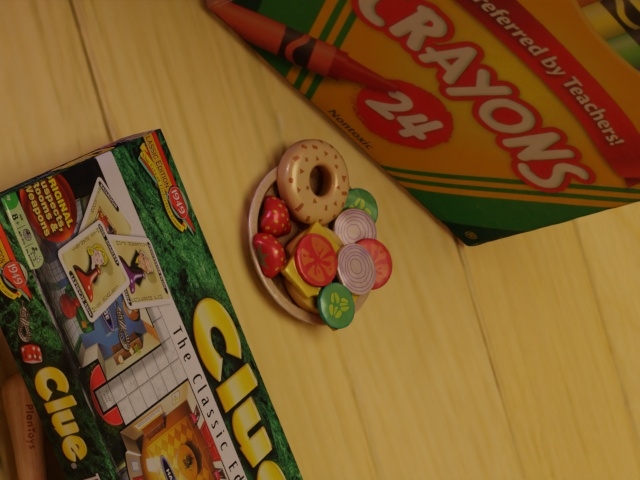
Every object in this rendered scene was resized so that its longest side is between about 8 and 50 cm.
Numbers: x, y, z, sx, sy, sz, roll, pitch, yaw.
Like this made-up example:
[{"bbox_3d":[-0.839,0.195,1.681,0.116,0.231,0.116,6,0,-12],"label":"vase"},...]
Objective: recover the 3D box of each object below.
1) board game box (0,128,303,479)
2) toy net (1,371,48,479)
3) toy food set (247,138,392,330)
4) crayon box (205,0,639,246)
[{"bbox_3d":[-0.055,0.089,0.722,0.259,0.030,0.136,68,22,-7],"label":"board game box"},{"bbox_3d":[-0.133,0.091,0.670,0.232,0.045,0.122,55,48,-17],"label":"toy net"},{"bbox_3d":[0.000,0.000,0.838,0.082,0.020,0.083,49,50,-22],"label":"toy food set"},{"bbox_3d":[0.126,-0.113,0.781,0.202,0.318,0.081,41,54,-27],"label":"crayon box"}]
